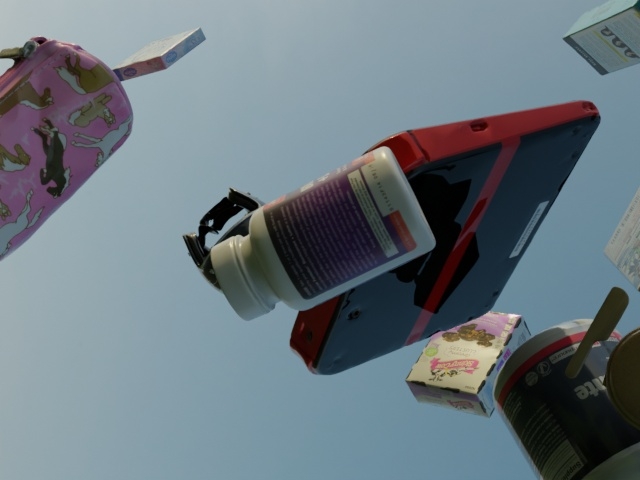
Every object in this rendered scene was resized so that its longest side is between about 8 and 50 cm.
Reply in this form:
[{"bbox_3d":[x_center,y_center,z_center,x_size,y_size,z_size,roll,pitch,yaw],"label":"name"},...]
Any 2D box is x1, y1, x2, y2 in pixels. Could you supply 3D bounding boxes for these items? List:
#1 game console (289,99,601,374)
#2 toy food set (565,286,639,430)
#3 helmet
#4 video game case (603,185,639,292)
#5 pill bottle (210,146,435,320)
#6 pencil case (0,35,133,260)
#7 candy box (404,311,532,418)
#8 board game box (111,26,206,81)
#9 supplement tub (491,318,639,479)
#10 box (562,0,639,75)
[{"bbox_3d":[0.142,0.003,1.111,0.060,0.342,0.387,53,-37,29],"label":"game console"},{"bbox_3d":[0.370,0.144,0.962,0.192,0.038,0.132,32,-93,33],"label":"toy food set"},{"bbox_3d":[-0.118,0.013,1.399,0.161,0.169,0.169,44,-49,41],"label":"helmet"},{"bbox_3d":[0.581,-0.086,1.480,0.036,0.300,0.329,27,-77,2],"label":"video game case"},{"bbox_3d":[0.000,0.000,0.852,0.193,0.108,0.108,-26,-110,8],"label":"pill bottle"},{"bbox_3d":[-0.381,-0.058,0.989,0.167,0.386,0.160,45,-25,-13],"label":"pencil case"},{"bbox_3d":[0.279,0.224,1.704,0.164,0.196,0.070,4,-44,42],"label":"candy box"},{"bbox_3d":[-0.202,-0.232,1.133,0.090,0.090,0.020,-7,-60,36],"label":"board game box"},{"bbox_3d":[0.347,0.248,1.101,0.272,0.191,0.191,63,-37,43],"label":"supplement tub"},{"bbox_3d":[0.493,-0.337,1.459,0.100,0.060,0.244,40,-5,-9],"label":"box"}]
